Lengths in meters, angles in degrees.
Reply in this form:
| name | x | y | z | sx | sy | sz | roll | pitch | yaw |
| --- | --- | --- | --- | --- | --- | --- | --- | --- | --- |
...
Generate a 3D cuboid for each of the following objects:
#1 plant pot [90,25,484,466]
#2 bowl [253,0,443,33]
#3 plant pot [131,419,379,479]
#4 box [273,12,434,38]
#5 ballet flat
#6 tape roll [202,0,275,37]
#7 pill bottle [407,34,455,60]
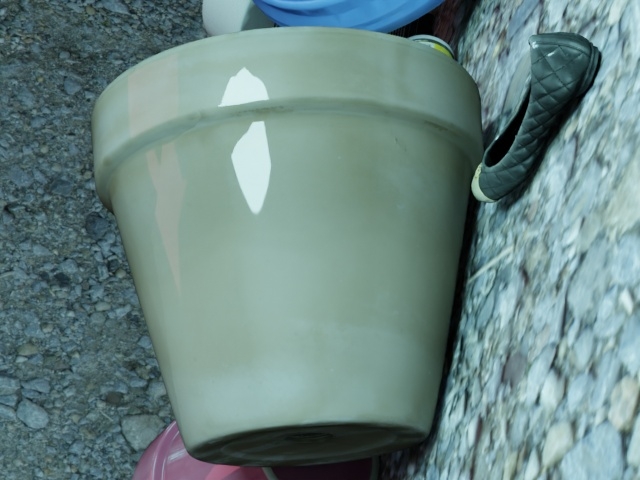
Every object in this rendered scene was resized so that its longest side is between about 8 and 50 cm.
| name | x | y | z | sx | sy | sz | roll | pitch | yaw |
| --- | --- | --- | --- | --- | --- | --- | --- | --- | --- |
| plant pot | -0.016 | 0.027 | 1.017 | 0.323 | 0.323 | 0.280 | 123 | 145 | -67 |
| bowl | 0.041 | -0.398 | 1.298 | 0.391 | 0.077 | 0.391 | -14 | 67 | 37 |
| plant pot | -0.047 | 0.222 | 1.161 | 0.180 | 0.201 | 0.201 | -43 | 28 | 45 |
| box | 0.018 | -0.166 | 1.476 | 0.103 | 0.184 | 0.261 | 117 | 168 | -54 |
| ballet flat | 0.140 | -0.087 | 0.889 | 0.173 | 0.049 | 0.057 | 115 | 170 | -52 |
| tape roll | 0.013 | -0.378 | 1.625 | 0.392 | 0.072 | 0.392 | -43 | -14 | -14 |
| pill bottle | 0.100 | -0.146 | 1.274 | 0.065 | 0.065 | 0.116 | 114 | 170 | -49 |
